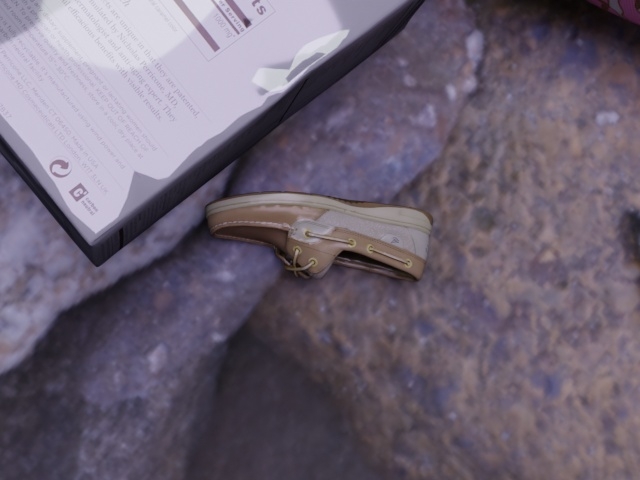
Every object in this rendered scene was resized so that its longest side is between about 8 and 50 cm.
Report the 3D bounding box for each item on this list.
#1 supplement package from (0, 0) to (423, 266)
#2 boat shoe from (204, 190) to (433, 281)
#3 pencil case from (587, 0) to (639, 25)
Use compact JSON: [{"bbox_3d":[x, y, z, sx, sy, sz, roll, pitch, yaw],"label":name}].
[{"bbox_3d":[-0.066,-0.116,0.562,0.244,0.139,0.134,-39,92,-13],"label":"supplement package"},{"bbox_3d":[0.000,0.000,0.605,0.135,0.050,0.045,4,78,-10],"label":"boat shoe"},{"bbox_3d":[0.239,-0.176,0.600,0.386,0.160,0.167,24,45,-9],"label":"pencil case"}]
